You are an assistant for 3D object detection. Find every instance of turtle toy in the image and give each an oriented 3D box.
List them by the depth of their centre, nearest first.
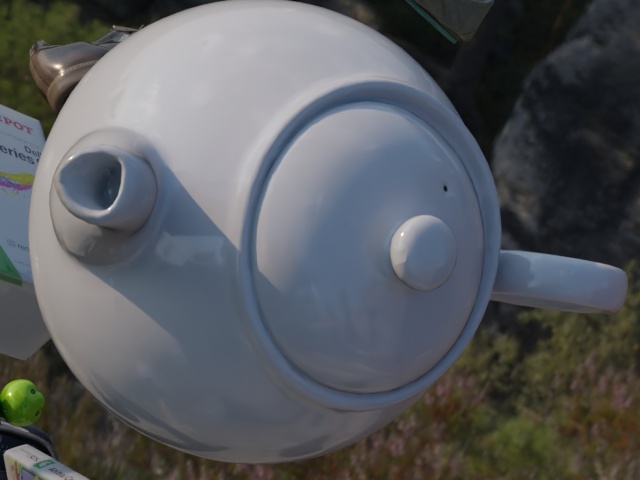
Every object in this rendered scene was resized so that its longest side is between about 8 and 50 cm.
[{"bbox_3d":[-0.321,0.161,1.309,0.130,0.095,0.066,-17,14,-32],"label":"turtle toy"}]

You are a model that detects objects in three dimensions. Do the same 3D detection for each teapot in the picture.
[{"bbox_3d":[0.000,0.000,0.686,0.256,0.252,0.187,-41,27,-28],"label":"teapot"}]

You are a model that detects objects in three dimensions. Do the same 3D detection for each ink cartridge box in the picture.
[{"bbox_3d":[-0.296,-0.025,1.177,0.154,0.093,0.212,24,33,-46],"label":"ink cartridge box"}]

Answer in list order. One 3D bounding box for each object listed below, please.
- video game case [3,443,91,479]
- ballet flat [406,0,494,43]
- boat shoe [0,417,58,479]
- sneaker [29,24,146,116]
[{"bbox_3d":[-0.152,0.257,0.945,0.023,0.212,0.193,-14,12,-30],"label":"video game case"},{"bbox_3d":[0.072,-0.240,1.215,0.213,0.068,0.072,25,20,-42],"label":"ballet flat"},{"bbox_3d":[-0.440,0.215,1.505,0.335,0.095,0.112,10,80,-27],"label":"boat shoe"},{"bbox_3d":[-0.122,-0.135,1.038,0.188,0.066,0.071,-11,50,-37],"label":"sneaker"}]
